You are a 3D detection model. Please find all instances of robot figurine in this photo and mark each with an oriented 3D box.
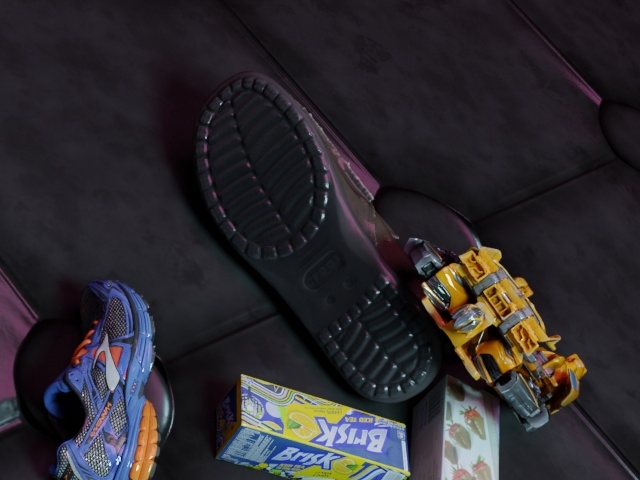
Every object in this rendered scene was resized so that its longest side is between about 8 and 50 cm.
[{"bbox_3d":[0.172,0.082,1.510,0.211,0.085,0.291,56,7,16],"label":"robot figurine"}]

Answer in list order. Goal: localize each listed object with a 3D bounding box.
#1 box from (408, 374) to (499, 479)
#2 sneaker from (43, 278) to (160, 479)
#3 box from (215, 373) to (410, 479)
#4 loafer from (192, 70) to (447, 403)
[{"bbox_3d":[0.115,0.260,1.405,0.063,0.067,0.324,26,38,-15],"label":"box"},{"bbox_3d":[-0.185,0.115,1.314,0.087,0.083,0.221,9,42,-20],"label":"sneaker"},{"bbox_3d":[-0.006,0.177,1.405,0.169,0.054,0.059,20,41,-22],"label":"box"},{"bbox_3d":[0.000,0.000,1.558,0.366,0.134,0.130,59,16,13],"label":"loafer"}]
